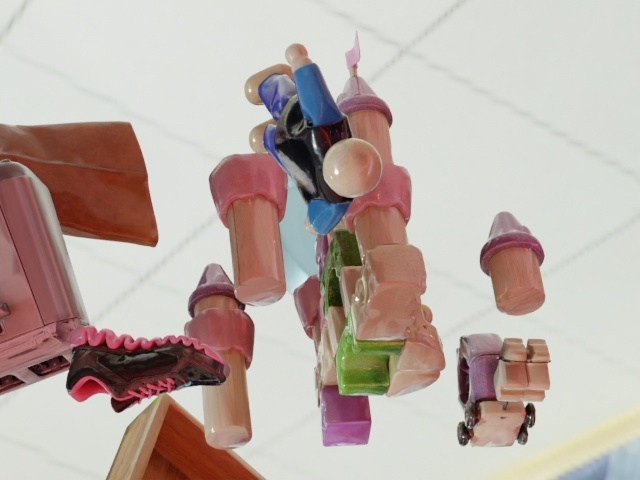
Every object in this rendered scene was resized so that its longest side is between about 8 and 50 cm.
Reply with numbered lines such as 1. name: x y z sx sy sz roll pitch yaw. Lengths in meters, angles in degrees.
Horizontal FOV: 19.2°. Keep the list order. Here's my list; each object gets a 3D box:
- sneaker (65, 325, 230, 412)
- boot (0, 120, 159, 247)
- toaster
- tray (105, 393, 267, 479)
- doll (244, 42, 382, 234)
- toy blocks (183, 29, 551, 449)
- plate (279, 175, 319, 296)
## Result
1. sneaker: -0.119 0.093 1.278 0.119 0.057 0.047 3 148 20
2. boot: -0.292 -0.009 1.792 0.280 0.264 0.096 6 140 -27
3. toaster: -0.250 0.037 1.445 0.129 0.146 0.227 -20 173 -7
4. tray: -0.145 0.334 1.937 0.203 0.411 0.076 42 110 -11
5. doll: -0.007 -0.069 1.250 0.046 0.189 0.129 -11 111 -15
6. toy blocks: 0.041 0.008 1.667 0.309 0.260 0.288 1 142 -11
7. plate: 0.000 0.000 1.980 0.188 0.024 0.188 29 138 31
